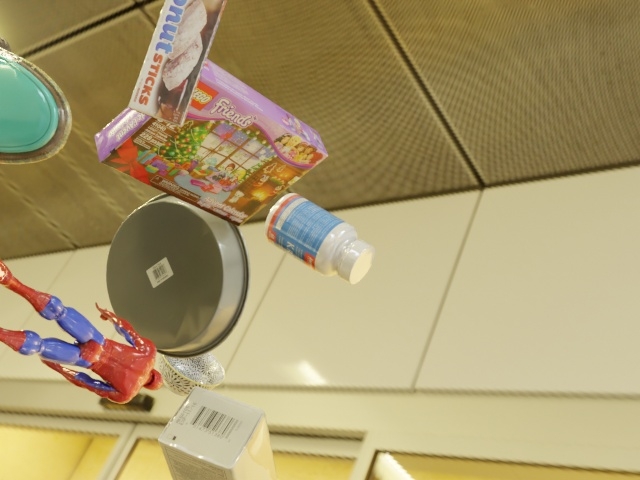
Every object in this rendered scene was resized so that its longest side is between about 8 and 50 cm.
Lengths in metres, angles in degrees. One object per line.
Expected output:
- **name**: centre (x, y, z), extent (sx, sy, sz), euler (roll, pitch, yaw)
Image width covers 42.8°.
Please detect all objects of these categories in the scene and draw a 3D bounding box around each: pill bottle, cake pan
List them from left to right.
- **cake pan**: centre (-0.255, 0.058, 1.397), extent (0.293, 0.293, 0.054), euler (5, 1, 28)
- **pill bottle**: centre (0.000, 0.000, 1.727), extent (0.221, 0.124, 0.124), euler (31, -29, 25)

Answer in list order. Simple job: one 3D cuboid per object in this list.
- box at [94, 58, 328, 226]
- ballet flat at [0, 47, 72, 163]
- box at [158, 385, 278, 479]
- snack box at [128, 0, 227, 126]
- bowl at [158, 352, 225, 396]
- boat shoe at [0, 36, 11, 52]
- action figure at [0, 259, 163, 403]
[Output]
- **box**: centre (-0.154, -0.139, 1.210), extent (0.201, 0.057, 0.293), euler (-37, -36, 22)
- **ballet flat**: centre (-0.407, -0.157, 0.882), extent (0.348, 0.123, 0.123), euler (16, -35, 10)
- **box**: centre (-0.167, 0.411, 1.431), extent (0.148, 0.121, 0.311), euler (16, -42, 19)
- **snack box**: centre (-0.161, -0.225, 0.941), extent (0.064, 0.178, 0.022), euler (19, 0, -3)
- **bowl**: centre (-0.314, 0.309, 1.901), extent (0.170, 0.170, 0.080), euler (31, -73, -8)
- **boat shoe**: centre (-0.790, -0.416, 1.892), extent (0.132, 0.130, 0.355), euler (11, -20, -10)
- **action figure**: centre (-0.287, 0.102, 0.909), extent (0.139, 0.091, 0.280), euler (21, -15, 41)
